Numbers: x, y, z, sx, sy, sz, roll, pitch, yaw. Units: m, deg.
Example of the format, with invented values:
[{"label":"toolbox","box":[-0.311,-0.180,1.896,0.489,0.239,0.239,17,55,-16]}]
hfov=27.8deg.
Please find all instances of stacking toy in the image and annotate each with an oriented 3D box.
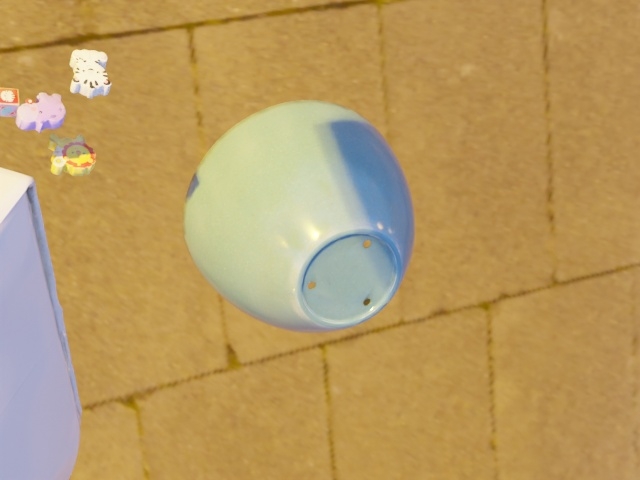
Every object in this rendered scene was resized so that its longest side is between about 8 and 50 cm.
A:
[{"label":"stacking toy","box":[-0.337,-0.134,1.364,0.221,0.167,0.052,2,58,-20]}]

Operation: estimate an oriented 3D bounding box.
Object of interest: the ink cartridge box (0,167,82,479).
[{"label":"ink cartridge box","box":[-0.257,0.054,0.364,0.129,0.308,0.223,92,19,-46]}]

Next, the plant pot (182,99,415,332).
[{"label":"plant pot","box":[0.000,0.000,1.572,0.290,0.195,0.290,-11,122,-19]}]
